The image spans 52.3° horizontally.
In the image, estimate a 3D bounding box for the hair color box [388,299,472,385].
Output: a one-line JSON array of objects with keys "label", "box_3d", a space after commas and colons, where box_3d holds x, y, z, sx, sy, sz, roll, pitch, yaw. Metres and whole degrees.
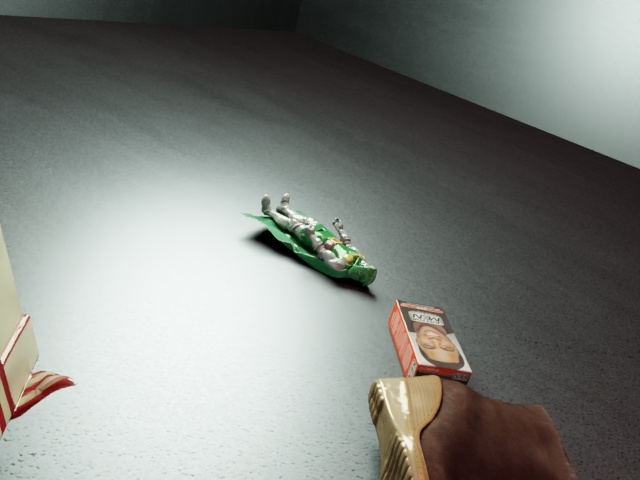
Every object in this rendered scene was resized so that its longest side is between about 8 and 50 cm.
[{"label": "hair color box", "box_3d": [0.137, 0.135, 0.837, 0.072, 0.043, 0.141, 10, 27, -12]}]

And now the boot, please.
[{"label": "boot", "box_3d": [0.159, 0.223, 0.618, 0.206, 0.090, 0.248, 13, 28, -9]}]

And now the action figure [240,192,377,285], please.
[{"label": "action figure", "box_3d": [0.000, 0.000, 1.023, 0.232, 0.063, 0.137, 36, 29, 30]}]

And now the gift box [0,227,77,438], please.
[{"label": "gift box", "box_3d": [-0.333, 0.079, 0.439, 0.276, 0.258, 0.255, -1, 25, -2]}]
